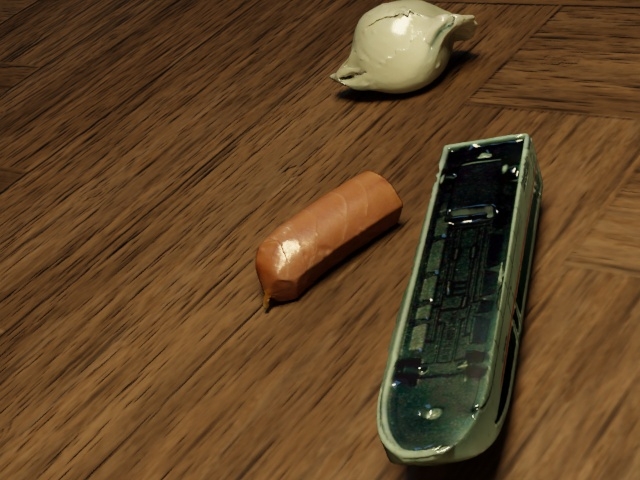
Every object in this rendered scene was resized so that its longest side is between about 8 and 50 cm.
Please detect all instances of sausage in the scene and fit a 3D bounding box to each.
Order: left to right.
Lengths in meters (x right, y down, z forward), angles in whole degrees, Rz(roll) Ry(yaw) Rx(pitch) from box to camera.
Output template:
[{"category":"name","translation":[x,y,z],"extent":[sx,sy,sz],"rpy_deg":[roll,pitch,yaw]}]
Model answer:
[{"category":"sausage","translation":[-0.001,-0.001,1.151],"extent":[0.169,0.065,0.065],"rpy_deg":[-35,35,-26]}]

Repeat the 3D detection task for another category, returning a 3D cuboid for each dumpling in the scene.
[{"category":"dumpling","translation":[0.100,-0.231,1.429],"extent":[0.188,0.108,0.127],"rpy_deg":[-24,4,22]}]

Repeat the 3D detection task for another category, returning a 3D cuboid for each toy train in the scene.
[{"category":"toy train","translation":[0.119,0.055,0.973],"extent":[0.086,0.088,0.407],"rpy_deg":[-7,33,21]}]
